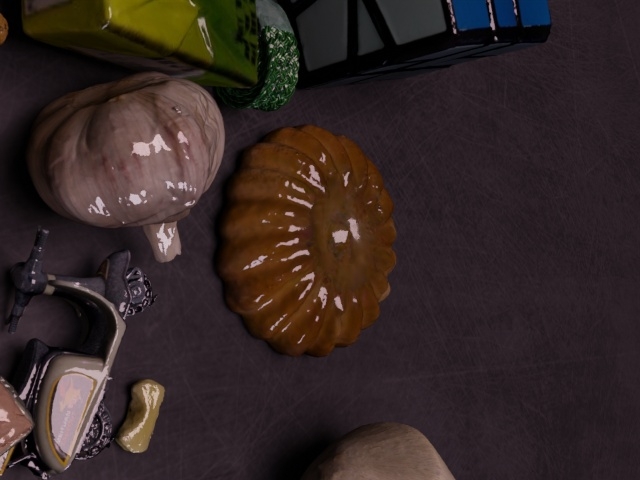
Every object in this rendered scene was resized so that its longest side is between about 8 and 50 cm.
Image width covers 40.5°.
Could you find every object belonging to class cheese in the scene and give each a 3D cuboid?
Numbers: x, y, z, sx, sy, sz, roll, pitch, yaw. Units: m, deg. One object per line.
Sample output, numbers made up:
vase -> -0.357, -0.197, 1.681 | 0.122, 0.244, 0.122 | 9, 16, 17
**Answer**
cheese -> -0.209, 0.200, 0.995 | 0.044, 0.030, 0.083 | 30, 70, -48

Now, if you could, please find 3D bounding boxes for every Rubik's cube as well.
Rubik's cube -> 0.126, -0.386, 1.235 | 0.283, 0.293, 0.288 | -18, 101, -44

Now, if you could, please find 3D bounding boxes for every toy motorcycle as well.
toy motorcycle -> -0.269, 0.117, 0.898 | 0.157, 0.091, 0.263 | 32, 66, -35

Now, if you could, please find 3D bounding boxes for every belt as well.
belt -> -0.080, -0.241, 1.116 | 0.079, 0.121, 0.151 | -9, 87, -45

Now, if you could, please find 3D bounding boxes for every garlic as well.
garlic -> -0.190, -0.062, 0.921 | 0.218, 0.218, 0.212 | -43, 130, -41

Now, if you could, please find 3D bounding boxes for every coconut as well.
coconut -> 0.073, 0.364, 1.137 | 0.237, 0.237, 0.266 | -56, 129, -35

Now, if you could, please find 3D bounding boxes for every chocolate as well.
chocolate -> -0.194, -0.330, 0.945 | 0.289, 0.137, 0.301 | 5, 80, -66

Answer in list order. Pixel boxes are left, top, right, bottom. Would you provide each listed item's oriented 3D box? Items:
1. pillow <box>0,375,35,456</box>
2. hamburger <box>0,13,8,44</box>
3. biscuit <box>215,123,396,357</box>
pillow -> -0.378, 0.186, 0.755 | 0.232, 0.043, 0.126 | -37, 90, -26
hamburger -> -0.377, -0.142, 0.781 | 0.124, 0.131, 0.262 | 34, 57, -40
biscuit -> 0.000, 0.000, 1.195 | 0.326, 0.107, 0.326 | 2, 88, -45
